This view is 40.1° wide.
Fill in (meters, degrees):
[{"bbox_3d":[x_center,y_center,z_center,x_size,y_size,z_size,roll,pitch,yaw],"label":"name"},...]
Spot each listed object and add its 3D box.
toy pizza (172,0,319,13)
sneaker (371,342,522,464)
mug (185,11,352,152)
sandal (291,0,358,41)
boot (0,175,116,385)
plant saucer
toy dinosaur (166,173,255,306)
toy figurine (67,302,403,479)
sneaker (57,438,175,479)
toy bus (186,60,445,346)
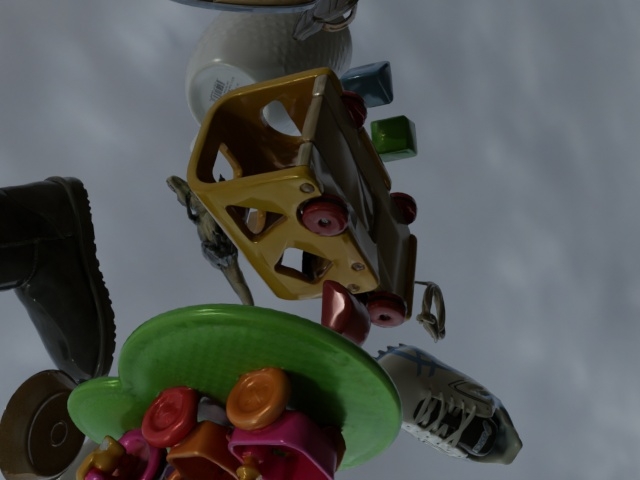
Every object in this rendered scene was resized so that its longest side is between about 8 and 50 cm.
[{"bbox_3d":[-0.099,-0.307,1.045,0.201,0.201,0.032,-24,-51,-46],"label":"toy pizza"},{"bbox_3d":[0.118,0.163,0.842,0.237,0.086,0.085,28,-90,-44],"label":"sneaker"},{"bbox_3d":[-0.141,-0.304,1.749,0.276,0.374,0.328,39,-142,-6],"label":"mug"},{"bbox_3d":[0.019,-0.350,1.345,0.060,0.219,0.090,25,-107,-19],"label":"sandal"},{"bbox_3d":[-0.264,0.036,0.646,0.208,0.076,0.189,-9,-98,-51],"label":"boot"},{"bbox_3d":[-0.185,0.131,0.602,0.083,0.015,0.083,-20,-67,-62],"label":"plant saucer"},{"bbox_3d":[-0.117,0.002,1.027,0.064,0.118,0.268,-14,-122,-17],"label":"toy dinosaur"},{"bbox_3d":[-0.059,0.131,0.354,0.130,0.173,0.159,53,-145,-36],"label":"toy figurine"},{"bbox_3d":[-0.145,0.232,0.810,0.161,0.102,0.282,34,-121,7],"label":"sneaker"},{"bbox_3d":[-0.004,-0.011,0.575,0.191,0.104,0.202,-17,-82,-66],"label":"toy bus"}]
